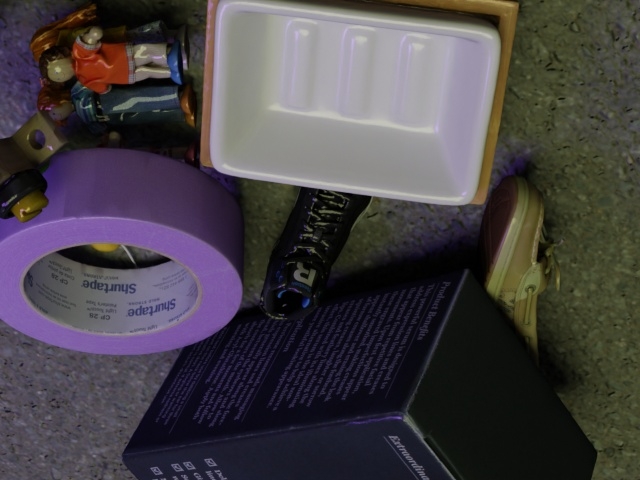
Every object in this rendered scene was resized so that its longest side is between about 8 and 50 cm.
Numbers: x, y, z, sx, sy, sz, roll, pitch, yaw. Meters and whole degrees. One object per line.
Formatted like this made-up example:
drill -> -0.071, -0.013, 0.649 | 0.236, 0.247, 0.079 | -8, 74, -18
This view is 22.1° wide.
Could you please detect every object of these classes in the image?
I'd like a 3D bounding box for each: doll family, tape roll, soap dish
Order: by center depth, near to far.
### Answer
soap dish -> 0.034, -0.161, 1.597 | 0.291, 0.118, 0.229 | 8, 127, 4
doll family -> -0.212, -0.154, 1.664 | 0.163, 0.118, 0.263 | -1, 144, 2
tape roll -> -0.218, 0.017, 1.729 | 0.275, 0.090, 0.274 | -1, 147, 0

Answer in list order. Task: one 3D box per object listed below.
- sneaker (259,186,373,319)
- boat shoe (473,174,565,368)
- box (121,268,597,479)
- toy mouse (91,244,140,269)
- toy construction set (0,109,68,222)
sneaker -> 0.000, 0.000, 1.719 | 0.079, 0.121, 0.217 | 20, 127, -7
boat shoe -> 0.210, 0.045, 1.740 | 0.089, 0.104, 0.285 | 5, 137, 0
box -> 0.043, 0.232, 1.770 | 0.396, 0.212, 0.293 | -13, 125, 38
toy mouse -> -0.220, -0.044, 1.777 | 0.161, 0.031, 0.143 | 38, 123, -18
toy construction set -> -0.349, -0.139, 1.528 | 0.257, 0.237, 0.308 | 32, 113, 24
